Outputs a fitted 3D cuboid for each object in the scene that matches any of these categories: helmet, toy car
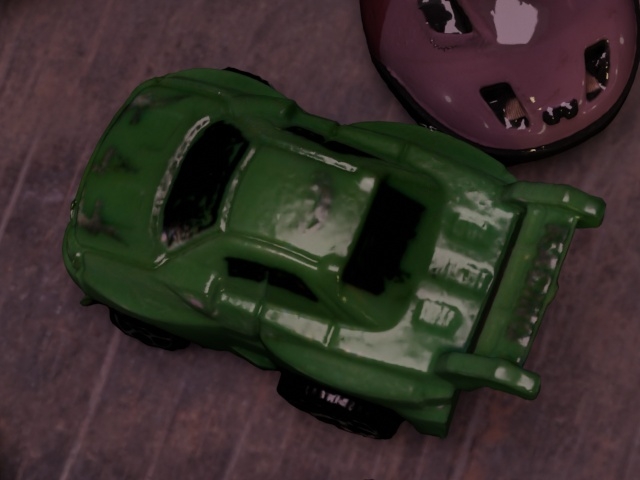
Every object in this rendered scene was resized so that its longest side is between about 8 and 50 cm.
[{"bbox_3d":[0.126,-0.181,1.258,0.198,0.154,0.253,-21,79,-1],"label":"helmet"},{"bbox_3d":[0.000,0.000,1.201,0.359,0.176,0.213,22,76,10],"label":"toy car"}]

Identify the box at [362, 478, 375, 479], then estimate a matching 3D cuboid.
[{"bbox_3d":[-0.033,0.298,1.121,0.168,0.193,0.294,4,75,14],"label":"box"}]
